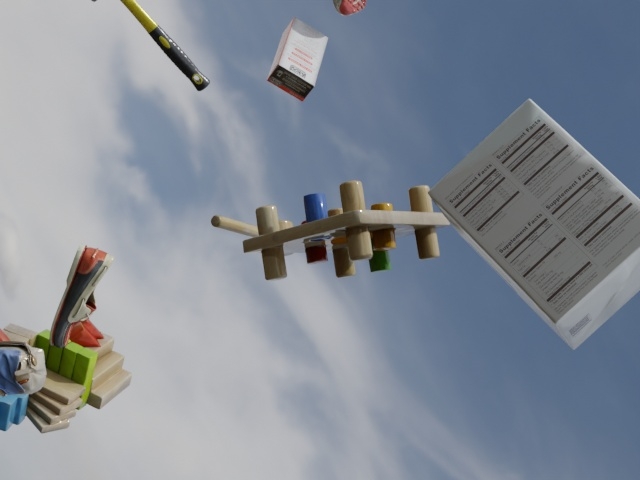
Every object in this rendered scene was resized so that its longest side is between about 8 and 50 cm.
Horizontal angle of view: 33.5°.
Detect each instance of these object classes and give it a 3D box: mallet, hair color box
[{"bbox_3d":[-0.198,-0.235,1.180,0.189,0.062,0.039,56,0,-24],"label":"mallet"},{"bbox_3d":[-0.037,-0.301,1.759,0.072,0.141,0.043,30,-47,-15],"label":"hair color box"}]

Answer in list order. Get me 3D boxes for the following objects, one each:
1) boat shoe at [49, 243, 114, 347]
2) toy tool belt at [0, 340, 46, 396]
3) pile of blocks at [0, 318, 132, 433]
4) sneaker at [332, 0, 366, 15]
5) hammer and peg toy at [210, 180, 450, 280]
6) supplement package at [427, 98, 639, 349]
[{"bbox_3d":[-0.279,0.069,1.234,0.049,0.043,0.137,-96,-153,-69],"label":"boat shoe"},{"bbox_3d":[-0.264,0.108,0.847,0.051,0.083,0.052,-6,86,-84],"label":"toy tool belt"},{"bbox_3d":[-0.393,0.164,1.353,0.149,0.362,0.112,33,-62,36],"label":"pile of blocks"},{"bbox_3d":[0.013,-0.451,1.851,0.088,0.093,0.225,48,15,-41],"label":"sneaker"},{"bbox_3d":[0.000,0.000,1.778,0.361,0.266,0.127,-14,-99,39],"label":"hammer and peg toy"},{"bbox_3d":[0.328,-0.018,1.508,0.262,0.198,0.199,49,4,25],"label":"supplement package"}]
